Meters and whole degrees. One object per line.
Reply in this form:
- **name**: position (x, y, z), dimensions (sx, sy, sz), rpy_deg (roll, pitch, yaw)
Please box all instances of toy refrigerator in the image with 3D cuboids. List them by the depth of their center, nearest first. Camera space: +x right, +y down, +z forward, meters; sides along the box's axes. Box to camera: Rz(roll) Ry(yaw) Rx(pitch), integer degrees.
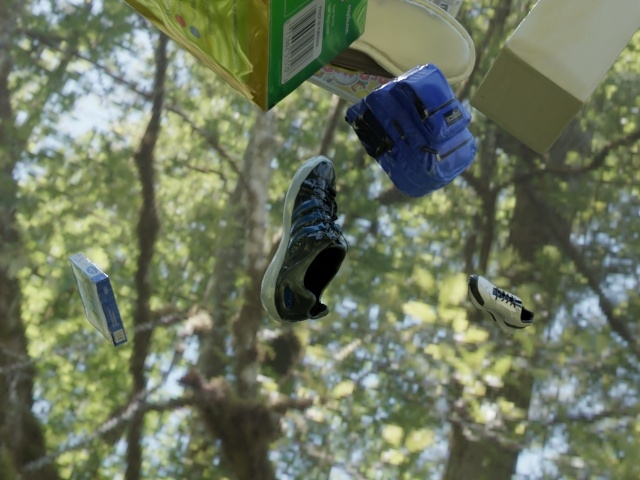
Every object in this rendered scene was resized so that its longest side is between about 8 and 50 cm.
- **toy refrigerator**: position (0.248, -0.216, 1.120), dimensions (0.094, 0.269, 0.102), rpy_deg (37, -24, 5)

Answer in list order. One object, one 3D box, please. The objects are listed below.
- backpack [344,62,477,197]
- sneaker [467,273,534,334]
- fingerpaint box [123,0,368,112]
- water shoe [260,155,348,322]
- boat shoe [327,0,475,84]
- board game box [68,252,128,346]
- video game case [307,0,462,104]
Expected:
- **backpack**: position (0.100, -0.108, 1.243), dimensions (0.120, 0.098, 0.101), rpy_deg (59, -34, -2)
- **sneaker**: position (0.217, 0.072, 1.476), dimensions (0.044, 0.040, 0.109), rpy_deg (-18, -45, 39)
- **fingerpaint box**: position (-0.124, -0.395, 1.129), dimensions (0.371, 0.163, 0.444), rpy_deg (39, -26, 19)
- **water shoe**: position (0.000, 0.000, 1.361), dimensions (0.080, 0.203, 0.073), rpy_deg (1, -25, 33)
- **boat shoe**: position (0.053, -0.277, 1.646), dimensions (0.325, 0.116, 0.097), rpy_deg (10, -5, -25)
- **board game box**: position (-0.265, 0.070, 1.459), dimensions (0.090, 0.020, 0.090), rpy_deg (31, -41, 54)
- **video game case**: position (0.059, -0.306, 1.772), dimensions (0.227, 0.206, 0.026), rpy_deg (27, -6, 9)
